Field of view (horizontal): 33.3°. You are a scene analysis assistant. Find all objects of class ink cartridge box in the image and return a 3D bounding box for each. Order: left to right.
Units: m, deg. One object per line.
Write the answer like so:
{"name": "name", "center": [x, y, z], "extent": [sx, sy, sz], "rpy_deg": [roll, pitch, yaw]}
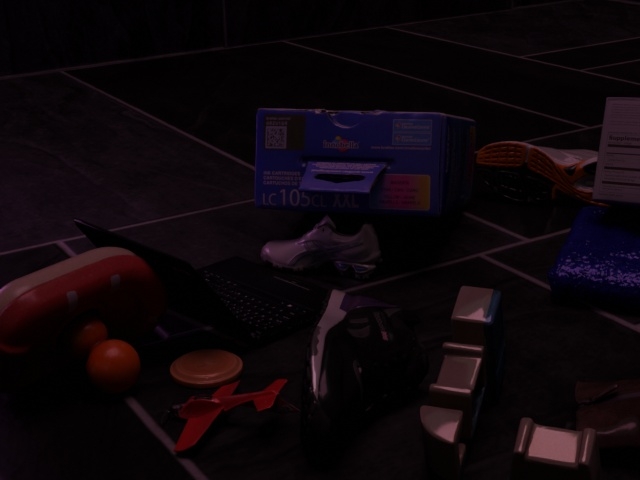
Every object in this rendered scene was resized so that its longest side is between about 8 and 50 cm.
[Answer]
{"name": "ink cartridge box", "center": [0.068, -0.117, 1.568], "extent": [0.270, 0.151, 0.395], "rpy_deg": [3, 4, 15]}

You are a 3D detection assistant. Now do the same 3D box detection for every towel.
{"name": "towel", "center": [0.467, 0.025, 1.395], "extent": [0.308, 0.076, 0.227], "rpy_deg": [6, 21, 20]}

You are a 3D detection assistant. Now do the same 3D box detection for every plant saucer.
{"name": "plant saucer", "center": [-0.130, 0.144, 1.221], "extent": [0.083, 0.013, 0.083], "rpy_deg": [-2, 21, 1]}

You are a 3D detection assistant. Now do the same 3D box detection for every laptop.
{"name": "laptop", "center": [-0.133, 0.028, 1.349], "extent": [0.264, 0.137, 0.234], "rpy_deg": [-19, 27, -41]}

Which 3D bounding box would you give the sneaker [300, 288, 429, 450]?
{"name": "sneaker", "center": [0.053, 0.128, 1.130], "extent": [0.124, 0.107, 0.283], "rpy_deg": [7, 22, 6]}

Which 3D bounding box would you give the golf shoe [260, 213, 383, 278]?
{"name": "golf shoe", "center": [0.000, 0.000, 1.491], "extent": [0.176, 0.086, 0.069], "rpy_deg": [3, 23, 17]}

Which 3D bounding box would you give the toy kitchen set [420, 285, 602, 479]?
{"name": "toy kitchen set", "center": [0.199, 0.165, 1.047], "extent": [0.166, 0.122, 0.207], "rpy_deg": [6, 42, 19]}

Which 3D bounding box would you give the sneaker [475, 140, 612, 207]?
{"name": "sneaker", "center": [0.388, -0.111, 1.763], "extent": [0.262, 0.099, 0.121], "rpy_deg": [12, 16, 14]}

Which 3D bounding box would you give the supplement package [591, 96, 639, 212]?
{"name": "supplement package", "center": [0.529, -0.101, 1.480], "extent": [0.204, 0.145, 0.262], "rpy_deg": [8, -1, 38]}

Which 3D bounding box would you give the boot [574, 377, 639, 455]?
{"name": "boot", "center": [0.347, 0.192, 0.997], "extent": [0.207, 0.090, 0.248], "rpy_deg": [-10, 20, 13]}

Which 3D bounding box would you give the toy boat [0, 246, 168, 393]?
{"name": "toy boat", "center": [-0.258, 0.109, 1.195], "extent": [0.151, 0.151, 0.231], "rpy_deg": [43, 40, 19]}

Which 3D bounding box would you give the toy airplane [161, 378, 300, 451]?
{"name": "toy airplane", "center": [-0.096, 0.171, 1.106], "extent": [0.151, 0.028, 0.151], "rpy_deg": [-11, 16, 3]}
